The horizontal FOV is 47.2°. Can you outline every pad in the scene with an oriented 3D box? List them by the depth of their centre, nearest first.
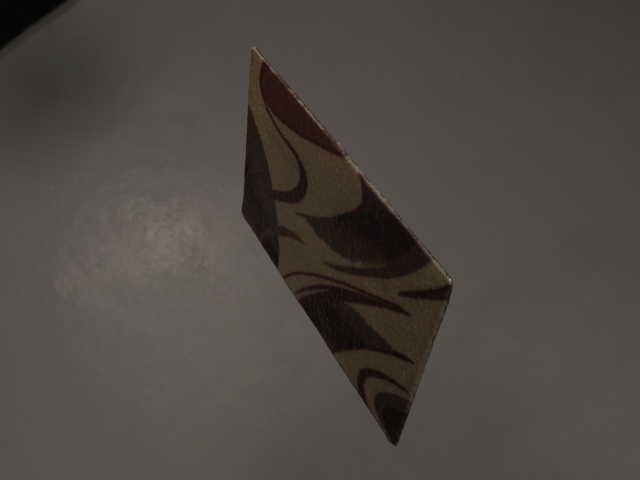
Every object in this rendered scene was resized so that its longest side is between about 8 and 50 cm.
[{"bbox_3d":[0.000,0.000,0.659,0.004,0.330,0.220,-16,-42,-24],"label":"pad"}]
